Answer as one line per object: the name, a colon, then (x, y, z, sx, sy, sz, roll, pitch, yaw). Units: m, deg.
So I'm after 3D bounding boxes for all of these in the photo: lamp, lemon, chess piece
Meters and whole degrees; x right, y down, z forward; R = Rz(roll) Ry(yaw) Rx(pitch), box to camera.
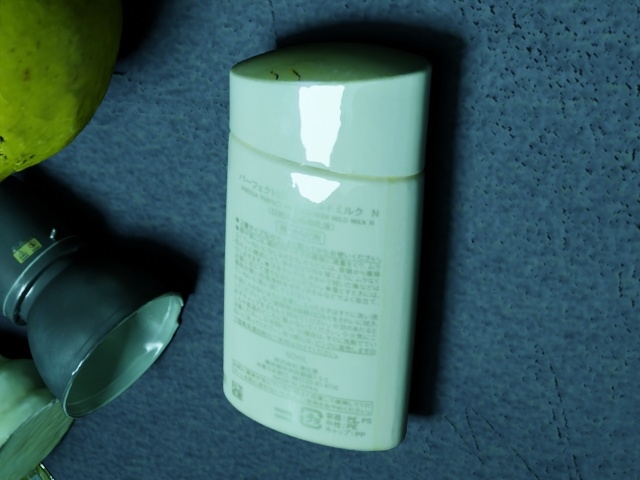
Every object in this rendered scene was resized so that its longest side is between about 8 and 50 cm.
lamp: (-0.252, 0.033, 1.610, 0.227, 0.147, 0.172, 41, 151, 17)
lemon: (-0.284, -0.189, 1.425, 0.258, 0.258, 0.310, 14, 123, 24)
chess piece: (-0.366, 0.116, 1.711, 0.251, 0.144, 0.144, 41, 128, 13)

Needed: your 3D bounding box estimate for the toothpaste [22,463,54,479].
toothpaste: (-0.251, 0.342, 1.796, 0.089, 0.071, 0.313, -33, 94, 36)

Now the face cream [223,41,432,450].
face cream: (0.000, 0.000, 1.462, 0.174, 0.081, 0.348, 15, 121, 23)
